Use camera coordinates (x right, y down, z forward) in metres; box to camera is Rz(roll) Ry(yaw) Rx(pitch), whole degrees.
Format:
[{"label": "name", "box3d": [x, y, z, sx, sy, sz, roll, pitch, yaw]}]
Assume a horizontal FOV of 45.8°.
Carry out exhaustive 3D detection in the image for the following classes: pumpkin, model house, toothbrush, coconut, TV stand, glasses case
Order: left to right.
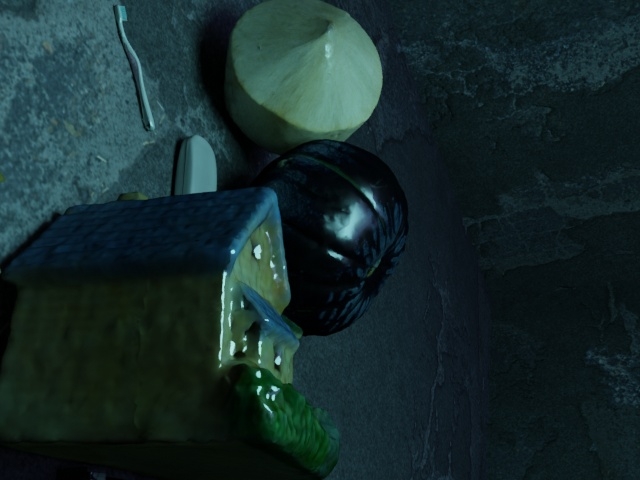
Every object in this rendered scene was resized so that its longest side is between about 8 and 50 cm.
[{"label": "toothbrush", "box3d": [-0.295, -0.272, 1.199, 0.022, 0.017, 0.204, -17, 95, -48]}, {"label": "TV stand", "box3d": [-0.239, 0.333, 0.995, 0.256, 0.049, 0.040, 40, 42, -56]}, {"label": "glasses case", "box3d": [-0.208, -0.085, 1.267, 0.076, 0.049, 0.197, 41, 43, -56]}, {"label": "model house", "box3d": [-0.149, 0.116, 0.967, 0.382, 0.335, 0.342, 56, 32, -61]}, {"label": "coconut", "box3d": [-0.032, -0.308, 1.423, 0.329, 0.329, 0.328, -12, 90, -68]}, {"label": "pumpkin", "box3d": [0.000, 0.000, 1.372, 0.363, 0.266, 0.363, -50, 153, -36]}]

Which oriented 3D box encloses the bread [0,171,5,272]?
[{"label": "bread", "box3d": [-0.394, 0.024, 0.560, 0.370, 0.192, 0.314, 67, 27, -8]}]
